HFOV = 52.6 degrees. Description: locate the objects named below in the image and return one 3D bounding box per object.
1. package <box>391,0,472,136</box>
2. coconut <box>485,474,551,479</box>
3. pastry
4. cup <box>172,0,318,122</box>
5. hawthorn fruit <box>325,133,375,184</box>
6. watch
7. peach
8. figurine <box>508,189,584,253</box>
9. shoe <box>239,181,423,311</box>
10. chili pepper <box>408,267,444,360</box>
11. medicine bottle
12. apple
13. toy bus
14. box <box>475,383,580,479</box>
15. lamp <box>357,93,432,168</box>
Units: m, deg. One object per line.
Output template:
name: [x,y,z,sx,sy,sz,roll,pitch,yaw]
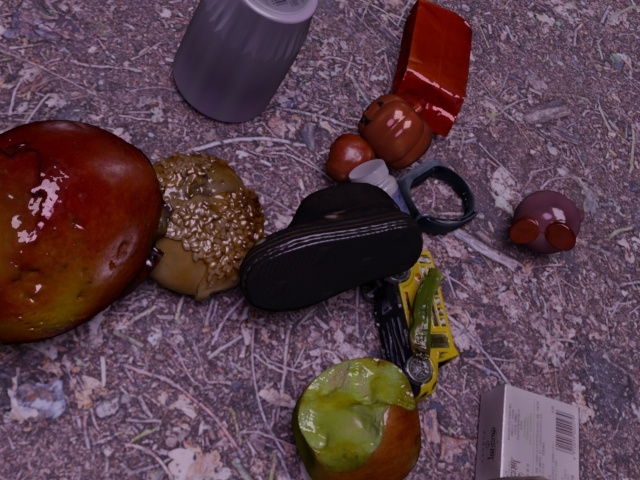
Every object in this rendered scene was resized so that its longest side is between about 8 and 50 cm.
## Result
package: [0.313,-0.498,1.810,0.195,0.123,0.424,20,58,-8]
coconut: [0.386,0.634,1.136,0.415,0.415,0.344,43,38,3]
pastry: [-0.250,-0.045,1.324,0.284,0.184,0.316,-16,72,-26]
cup: [-0.168,-0.457,1.466,0.253,0.371,0.254,11,64,-24]
hawthorn fruit: [0.073,-0.191,1.552,0.125,0.125,0.140,-32,39,-31]
watch: [0.292,-0.104,1.638,0.206,0.068,0.193,-33,79,-33]
peach: [-0.470,-0.022,1.129,0.339,0.353,0.416,42,57,0]
figurine: [0.581,-0.049,1.669,0.173,0.173,0.173,9,62,-17]
shoe: [0.000,0.000,1.336,0.383,0.172,0.237,-18,32,-14]
chili pepper: [0.213,0.144,1.328,0.051,0.050,0.202,3,56,23]
medicine bottle: [0.142,-0.086,1.502,0.102,0.102,0.187,-42,117,-32]
apple: [0.064,0.350,1.217,0.226,0.246,0.246,-9,68,-14]
toy bus: [0.198,0.188,1.409,0.151,0.144,0.331,1,63,-22]
box: [0.444,0.464,1.387,0.194,0.111,0.261,20,62,-11]
lamp: [0.192,-0.276,1.607,0.187,0.164,0.188,41,17,-15]
